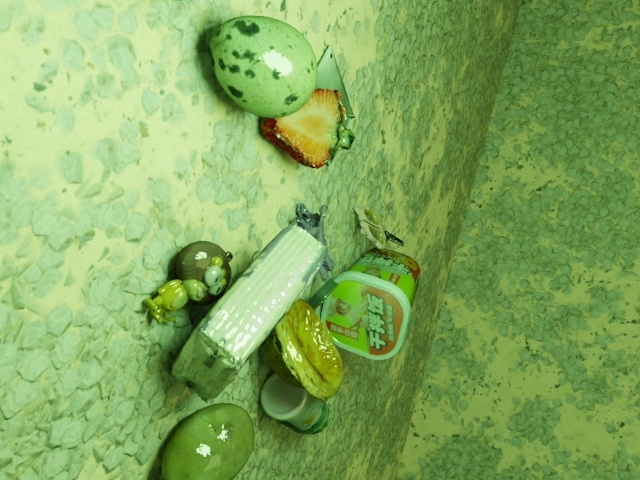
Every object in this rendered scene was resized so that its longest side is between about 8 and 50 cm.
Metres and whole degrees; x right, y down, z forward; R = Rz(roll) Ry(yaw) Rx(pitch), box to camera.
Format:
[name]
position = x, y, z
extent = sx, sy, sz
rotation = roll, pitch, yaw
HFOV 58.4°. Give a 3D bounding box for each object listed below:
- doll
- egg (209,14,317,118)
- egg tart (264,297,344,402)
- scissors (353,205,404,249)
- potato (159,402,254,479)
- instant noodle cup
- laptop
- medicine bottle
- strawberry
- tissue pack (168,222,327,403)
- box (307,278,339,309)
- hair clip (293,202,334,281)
[doll]
position = -0.239, 0.086, 1.092
extent = 0.188, 0.096, 0.145
rotation = -57, 145, -14
[egg]
position = -0.107, -0.324, 1.057
extent = 0.228, 0.177, 0.177
rotation = 21, 83, -49
[egg tart]
position = -0.055, 0.276, 1.450
extent = 0.295, 0.116, 0.295
rotation = 53, 17, -24
[scissors]
position = 0.207, -0.028, 1.894
extent = 0.317, 0.024, 0.160
rotation = 23, 45, -53
[potato]
position = -0.231, 0.441, 1.213
extent = 0.251, 0.159, 0.174
rotation = -30, 150, -45
[instant noodle cup]
position = 0.182, 0.175, 1.814
extent = 0.308, 0.293, 0.294
rotation = -44, 141, -59
[laptop]
position = 0.024, -0.344, 1.493
extent = 0.188, 0.015, 0.269
rotation = -65, 152, -23
[medicine bottle]
position = -0.059, 0.461, 1.595
extent = 0.134, 0.133, 0.274
rotation = -66, 154, -20
[strawberry]
position = -0.038, -0.263, 1.318
extent = 0.286, 0.106, 0.188
rotation = 1, 98, -51
[tissue pack]
position = -0.146, 0.146, 1.168
extent = 0.344, 0.125, 0.242
rotation = -50, -179, -41
[box]
position = -0.006, 0.163, 1.602
extent = 0.091, 0.031, 0.126
rotation = -40, 172, -49
[hair clip]
position = -0.014, -0.004, 1.520
extent = 0.279, 0.090, 0.137
rotation = 84, 18, -51
